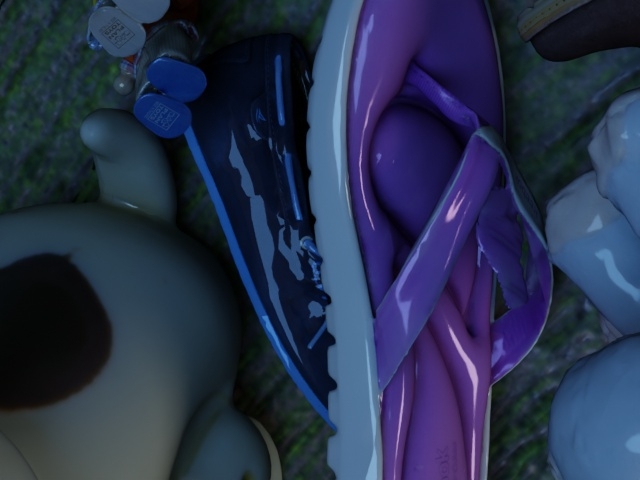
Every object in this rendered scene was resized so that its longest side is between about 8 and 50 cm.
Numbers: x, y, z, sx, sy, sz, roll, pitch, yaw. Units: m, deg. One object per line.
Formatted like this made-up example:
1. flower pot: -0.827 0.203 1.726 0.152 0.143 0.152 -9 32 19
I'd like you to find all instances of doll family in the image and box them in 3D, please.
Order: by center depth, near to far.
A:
1. doll family: -0.074 -0.200 1.054 0.118 0.163 0.263 29 116 -25

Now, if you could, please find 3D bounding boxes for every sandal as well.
1. sandal: 0.079 0.031 1.040 0.102 0.169 0.416 9 108 34

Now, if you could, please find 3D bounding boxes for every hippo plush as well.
1. hippo plush: 0.201 0.090 0.952 0.234 0.236 0.294 -8 130 51

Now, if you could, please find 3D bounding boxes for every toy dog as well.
1. toy dog: -0.183 0.148 1.046 0.285 0.408 0.395 29 113 10

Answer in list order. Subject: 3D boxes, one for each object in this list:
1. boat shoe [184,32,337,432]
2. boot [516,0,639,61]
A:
1. boat shoe: 0.000 0.000 1.105 0.089 0.109 0.258 -25 97 21
2. boot: 0.247 -0.075 1.000 0.248 0.090 0.206 -17 97 20
